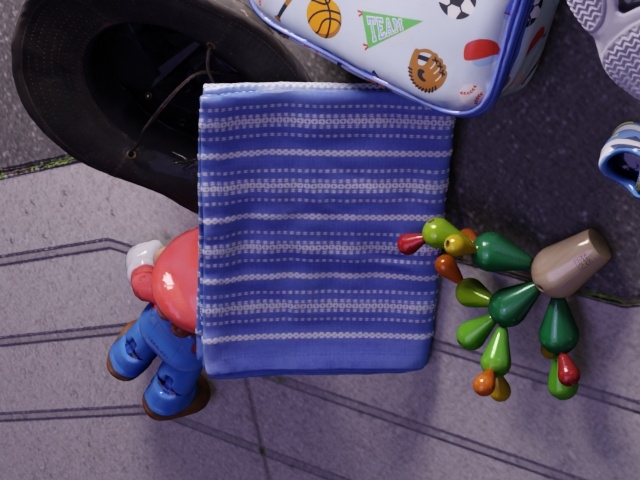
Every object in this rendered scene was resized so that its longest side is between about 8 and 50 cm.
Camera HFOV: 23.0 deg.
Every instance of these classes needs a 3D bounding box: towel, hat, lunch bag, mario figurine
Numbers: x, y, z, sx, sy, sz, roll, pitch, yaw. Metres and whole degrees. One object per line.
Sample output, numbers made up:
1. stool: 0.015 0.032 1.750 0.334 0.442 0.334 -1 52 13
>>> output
1. towel: 0.000 0.000 1.526 0.243 0.040 0.336 0 125 -4
2. hat: -0.130 -0.174 1.559 0.331 0.134 0.331 14 143 11
3. lunch bag: 0.069 -0.264 1.378 0.303 0.115 0.243 29 127 22
4. mario figurine: -0.120 0.076 1.740 0.198 0.170 0.320 19 146 -14

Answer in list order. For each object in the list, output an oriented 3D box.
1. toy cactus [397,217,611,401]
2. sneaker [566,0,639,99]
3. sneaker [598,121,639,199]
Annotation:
1. toy cactus: 0.186 0.049 1.467 0.180 0.112 0.219 -38 85 32
2. sneaker: 0.241 -0.247 1.210 0.101 0.153 0.269 -10 118 42
3. sneaker: 0.301 -0.049 1.341 0.144 0.059 0.053 26 125 25
